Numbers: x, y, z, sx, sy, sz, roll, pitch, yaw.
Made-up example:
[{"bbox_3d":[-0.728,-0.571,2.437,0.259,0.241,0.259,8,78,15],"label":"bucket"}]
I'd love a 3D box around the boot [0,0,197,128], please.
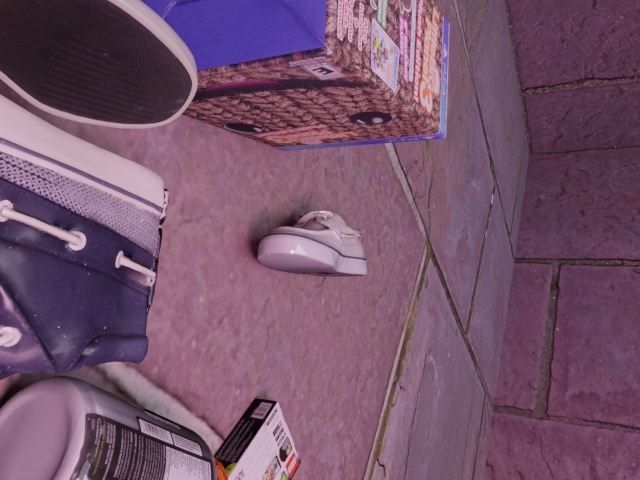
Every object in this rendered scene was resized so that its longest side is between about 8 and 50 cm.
[{"bbox_3d":[-0.194,-0.173,0.329,0.244,0.088,0.176,20,33,-46],"label":"boot"}]

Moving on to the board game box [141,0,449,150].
[{"bbox_3d":[-0.019,-0.197,0.565,0.291,0.232,0.141,6,86,-60],"label":"board game box"}]

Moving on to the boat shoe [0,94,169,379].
[{"bbox_3d":[-0.219,0.002,0.311,0.340,0.127,0.158,21,65,-60],"label":"boat shoe"}]

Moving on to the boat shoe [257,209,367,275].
[{"bbox_3d":[0.000,0.000,0.739,0.267,0.096,0.088,14,73,-61],"label":"boat shoe"}]

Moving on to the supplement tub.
[{"bbox_3d":[-0.161,0.192,0.429,0.190,0.117,0.117,53,46,-48],"label":"supplement tub"}]

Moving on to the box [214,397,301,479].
[{"bbox_3d":[-0.097,0.299,0.623,0.207,0.036,0.114,-50,132,-49],"label":"box"}]
